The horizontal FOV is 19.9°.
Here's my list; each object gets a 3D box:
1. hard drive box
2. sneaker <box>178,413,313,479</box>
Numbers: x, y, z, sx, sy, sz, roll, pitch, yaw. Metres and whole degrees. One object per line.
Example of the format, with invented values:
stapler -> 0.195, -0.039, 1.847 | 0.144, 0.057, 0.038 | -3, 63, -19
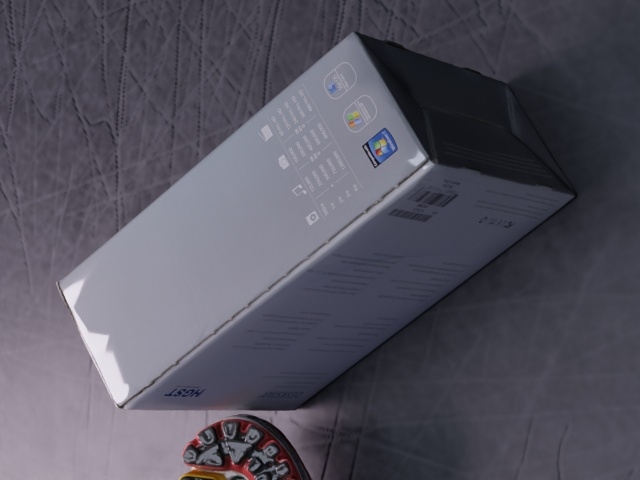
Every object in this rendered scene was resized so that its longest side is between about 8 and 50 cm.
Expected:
hard drive box -> 0.000, 0.000, 1.028 | 0.232, 0.181, 0.089 | -39, 67, 22
sneaker -> -0.013, 0.206, 1.082 | 0.088, 0.093, 0.225 | -15, 92, 10
